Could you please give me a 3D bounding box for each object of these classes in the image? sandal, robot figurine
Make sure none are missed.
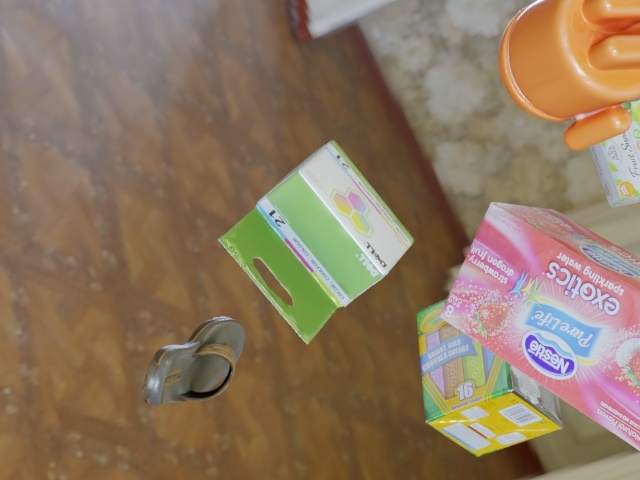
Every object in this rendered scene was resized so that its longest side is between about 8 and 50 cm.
[{"bbox_3d":[-0.135,0.147,1.771,0.219,0.060,0.090,-14,118,-69],"label":"sandal"},{"bbox_3d":[0.252,-0.182,1.469,0.158,0.128,0.219,47,-18,-9],"label":"robot figurine"}]

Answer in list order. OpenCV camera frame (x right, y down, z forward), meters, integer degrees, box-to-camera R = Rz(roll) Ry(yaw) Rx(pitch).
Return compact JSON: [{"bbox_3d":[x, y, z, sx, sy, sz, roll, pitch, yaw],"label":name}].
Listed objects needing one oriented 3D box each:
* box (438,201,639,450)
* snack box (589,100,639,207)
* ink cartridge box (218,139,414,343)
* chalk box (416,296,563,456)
[{"bbox_3d":[0.299,0.092,1.654,0.300,0.154,0.142,35,19,34],"label":"box"},{"bbox_3d":[0.441,-0.125,2.186,0.037,0.100,0.141,132,-57,-64],"label":"snack box"},{"bbox_3d":[0.000,0.000,2.044,0.189,0.097,0.255,51,29,-4],"label":"ink cartridge box"},{"bbox_3d":[0.211,0.142,1.936,0.132,0.132,0.213,36,40,-41],"label":"chalk box"}]
